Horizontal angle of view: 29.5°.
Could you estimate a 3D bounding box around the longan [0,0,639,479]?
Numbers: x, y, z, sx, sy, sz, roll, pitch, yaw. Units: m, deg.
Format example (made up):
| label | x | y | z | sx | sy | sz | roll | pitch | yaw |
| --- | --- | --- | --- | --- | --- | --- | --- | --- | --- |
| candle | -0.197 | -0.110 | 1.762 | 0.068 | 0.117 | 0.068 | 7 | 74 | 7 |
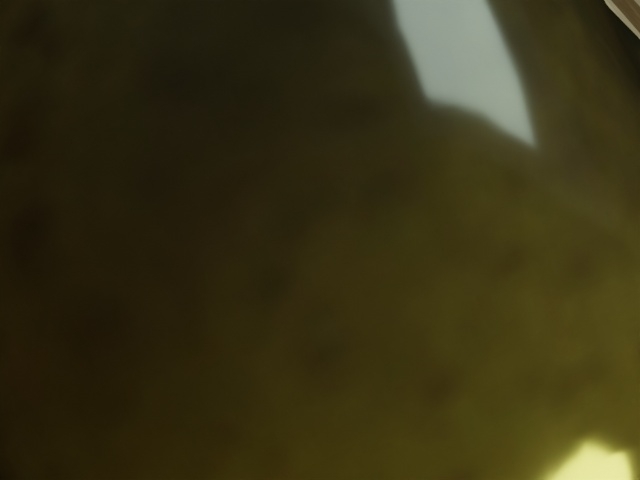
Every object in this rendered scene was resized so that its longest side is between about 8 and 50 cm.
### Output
| label | x | y | z | sx | sy | sz | roll | pitch | yaw |
| --- | --- | --- | --- | --- | --- | --- | --- | --- | --- |
| longan | 0.000 | 0.000 | 0.515 | 0.361 | 0.361 | 0.361 | 31 | 28 | -19 |
